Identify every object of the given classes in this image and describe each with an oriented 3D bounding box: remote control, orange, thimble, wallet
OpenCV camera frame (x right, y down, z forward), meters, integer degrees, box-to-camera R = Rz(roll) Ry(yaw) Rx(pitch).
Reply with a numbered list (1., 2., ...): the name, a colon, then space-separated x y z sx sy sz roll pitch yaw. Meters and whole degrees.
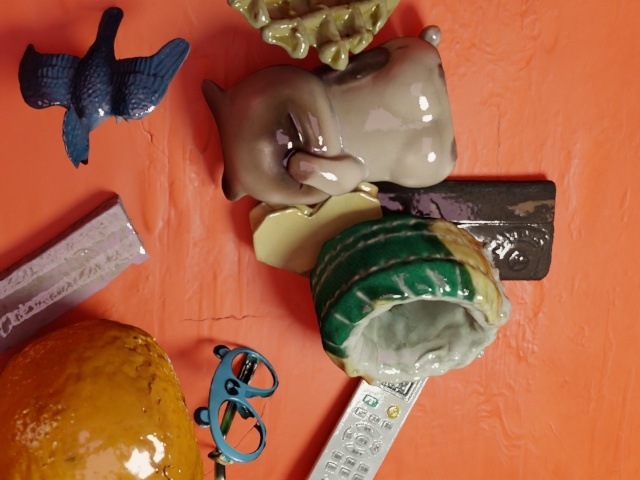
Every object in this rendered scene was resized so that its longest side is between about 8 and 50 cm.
1. remote control: 0.070 0.307 1.833 0.103 0.051 0.293 29 93 -20
2. orange: -0.323 0.285 1.575 0.293 0.340 0.340 -19 109 -8
3. thimble: 0.132 0.087 1.681 0.288 0.167 0.254 -9 136 -7
4. wallet: 0.219 -0.012 1.784 0.321 0.044 0.170 -1 107 -14

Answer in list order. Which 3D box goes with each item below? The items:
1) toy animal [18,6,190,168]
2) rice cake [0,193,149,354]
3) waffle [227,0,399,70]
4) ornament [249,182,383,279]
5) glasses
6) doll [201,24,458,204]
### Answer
1. toy animal: -0.298 -0.210 1.516 0.239 0.176 0.255 1 81 2
2. rice cake: -0.391 0.058 1.642 0.298 0.050 0.106 -33 111 -4
3. waffle: -0.019 -0.391 1.526 0.292 0.056 0.309 33 62 -13
4. ornament: 0.000 0.000 1.710 0.201 0.059 0.180 -11 129 -1
5. glasses: -0.122 0.288 1.707 0.102 0.239 0.207 3 125 5
6. doll: 0.035 -0.166 1.597 0.370 0.226 0.215 -17 121 -10
